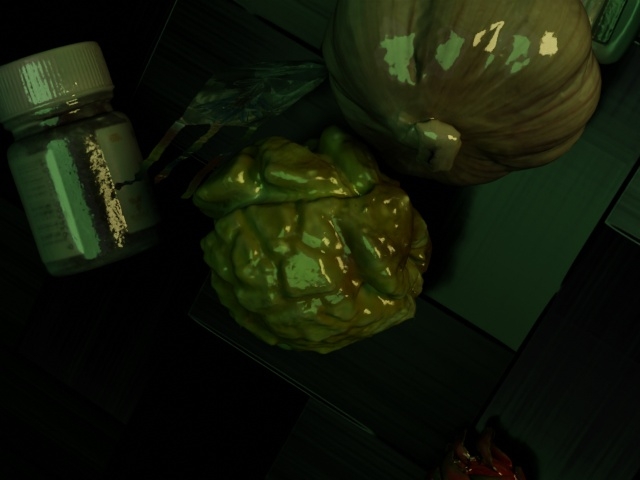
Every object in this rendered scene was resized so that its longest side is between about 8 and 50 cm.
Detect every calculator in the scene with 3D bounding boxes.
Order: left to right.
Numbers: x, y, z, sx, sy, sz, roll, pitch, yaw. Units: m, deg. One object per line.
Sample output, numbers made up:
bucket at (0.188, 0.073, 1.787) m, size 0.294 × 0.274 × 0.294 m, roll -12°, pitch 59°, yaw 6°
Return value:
calculator at (0.269, -0.296, 1.377) m, size 0.246 × 0.045 × 0.141 m, roll 26°, pitch 109°, yaw 10°

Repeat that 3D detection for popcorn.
popcorn at (-0.005, 0.004, 1.420) m, size 0.247 × 0.282 × 0.282 m, roll -27°, pitch 93°, yaw 3°

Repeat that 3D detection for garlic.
garlic at (0.150, -0.184, 1.330) m, size 0.322 × 0.322 × 0.241 m, roll 28°, pitch 85°, yaw 11°

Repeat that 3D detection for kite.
kite at (-0.106, -0.138, 1.407) m, size 0.169 × 0.310 × 0.015 m, roll 2°, pitch 126°, yaw 25°

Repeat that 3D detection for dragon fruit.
dragon fruit at (0.200, 0.316, 1.509) m, size 0.142 × 0.130 × 0.121 m, roll 30°, pitch 143°, yaw 9°

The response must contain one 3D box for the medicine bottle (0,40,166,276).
medicine bottle at (-0.311, -0.103, 1.552) m, size 0.165 × 0.165 × 0.273 m, roll -14°, pitch 96°, yaw 21°
